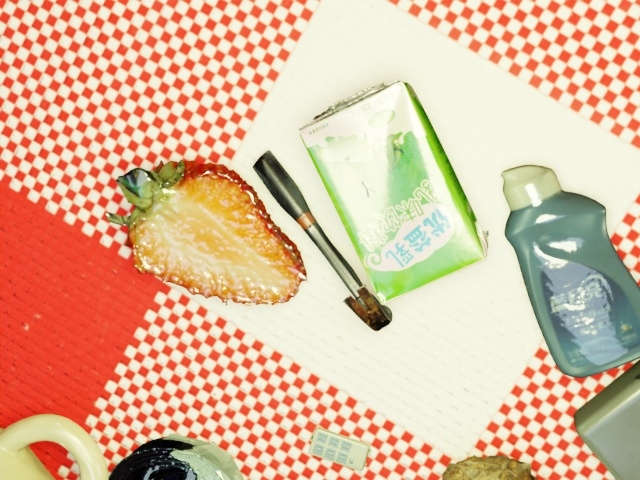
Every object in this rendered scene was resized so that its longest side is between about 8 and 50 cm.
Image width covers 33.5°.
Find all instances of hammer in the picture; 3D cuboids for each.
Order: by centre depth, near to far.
[{"bbox_3d":[0.000,0.000,1.439,0.037,0.137,0.290,-37,83,4],"label":"hammer"}]

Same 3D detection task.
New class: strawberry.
[{"bbox_3d":[-0.151,-0.016,1.463,0.286,0.106,0.188,32,106,-10],"label":"strawberry"}]

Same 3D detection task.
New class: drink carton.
[{"bbox_3d":[0.102,-0.071,1.410,0.161,0.108,0.271,-24,95,14],"label":"drink carton"}]

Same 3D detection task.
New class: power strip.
[{"bbox_3d":[0.027,0.298,1.521,0.090,0.016,0.040,18,100,6],"label":"power strip"}]

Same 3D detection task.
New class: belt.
[{"bbox_3d":[-0.208,0.358,1.535,0.198,0.078,0.151,-2,94,11],"label":"belt"}]

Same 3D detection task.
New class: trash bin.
[{"bbox_3d":[0.475,0.228,1.406,0.236,0.101,0.177,-40,93,15],"label":"trash bin"}]

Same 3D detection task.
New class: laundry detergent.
[{"bbox_3d":[0.327,0.029,1.397,0.143,0.094,0.290,-24,94,15],"label":"laundry detergent"}]

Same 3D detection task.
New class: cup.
[{"bbox_3d":[-0.436,0.365,1.504,0.202,0.173,0.255,49,128,-2],"label":"cup"}]

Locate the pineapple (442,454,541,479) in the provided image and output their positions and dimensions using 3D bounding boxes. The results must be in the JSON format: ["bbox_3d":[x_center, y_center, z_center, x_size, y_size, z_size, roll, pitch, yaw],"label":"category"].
[{"bbox_3d":[0.256,0.466,1.453,0.175,0.175,0.361,-9,113,10],"label":"pineapple"}]
